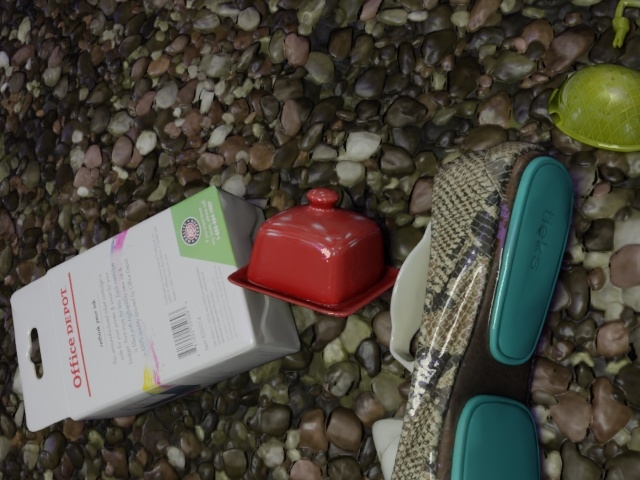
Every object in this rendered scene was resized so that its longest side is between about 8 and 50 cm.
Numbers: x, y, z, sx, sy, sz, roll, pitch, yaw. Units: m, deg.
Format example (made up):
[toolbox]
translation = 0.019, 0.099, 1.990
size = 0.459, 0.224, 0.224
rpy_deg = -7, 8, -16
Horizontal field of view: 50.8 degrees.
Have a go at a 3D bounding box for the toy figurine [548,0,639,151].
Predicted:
[toy figurine]
translation = 0.373, -0.141, 0.563
size = 0.362, 0.217, 0.191
rpy_deg = 30, 94, 28

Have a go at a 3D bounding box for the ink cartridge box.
[ink cartridge box]
translation = -0.223, 0.102, 0.872
size = 0.353, 0.119, 0.207
rpy_deg = -24, 70, 20

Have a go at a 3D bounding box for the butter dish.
[butter dish]
translation = 0.000, 0.000, 0.744
size = 0.159, 0.160, 0.118
rpy_deg = 14, 112, 29

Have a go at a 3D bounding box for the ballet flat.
[ballet flat]
translation = 0.139, 0.136, 0.680
size = 0.182, 0.164, 0.483
rpy_deg = -5, 70, 48
